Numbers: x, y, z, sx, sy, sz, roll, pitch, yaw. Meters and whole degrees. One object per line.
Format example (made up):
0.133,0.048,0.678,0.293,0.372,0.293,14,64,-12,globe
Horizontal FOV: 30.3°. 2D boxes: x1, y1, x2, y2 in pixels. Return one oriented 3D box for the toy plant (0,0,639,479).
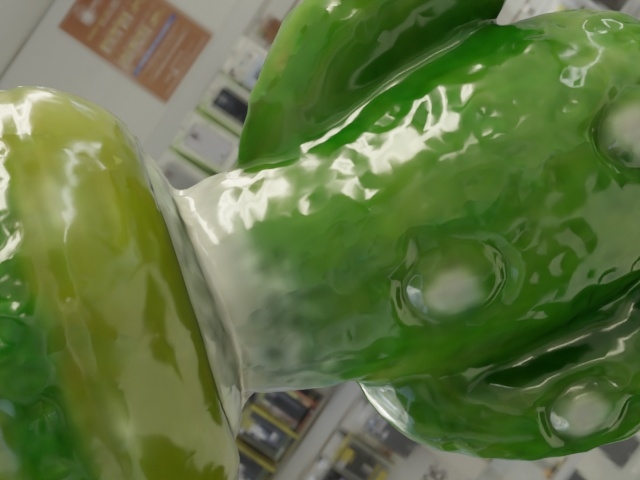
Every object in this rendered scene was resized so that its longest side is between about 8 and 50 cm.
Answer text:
0.000,0.000,0.449,0.316,0.224,0.184,-17,11,-9,toy plant
